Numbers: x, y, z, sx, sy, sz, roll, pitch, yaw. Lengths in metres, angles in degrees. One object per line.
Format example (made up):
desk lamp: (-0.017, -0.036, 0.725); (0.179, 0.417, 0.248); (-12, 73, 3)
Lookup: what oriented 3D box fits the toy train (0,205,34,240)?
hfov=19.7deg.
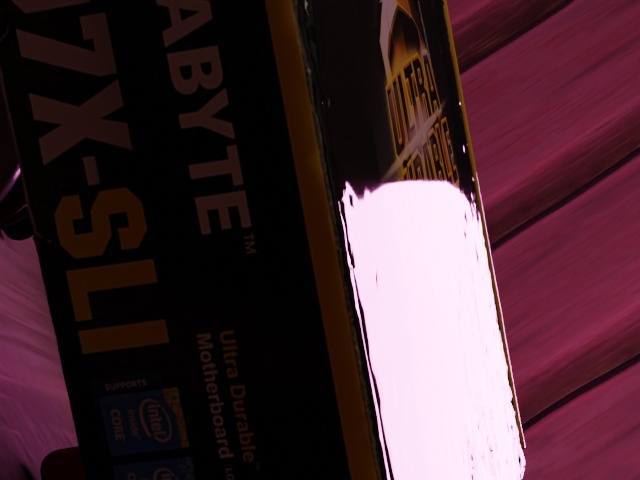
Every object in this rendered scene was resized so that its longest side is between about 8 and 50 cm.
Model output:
toy train: (-0.178, -0.066, 0.863); (0.158, 0.027, 0.036); (58, 9, -18)

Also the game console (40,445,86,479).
game console: (-0.042, 0.144, 0.642); (0.144, 0.085, 0.124); (57, -33, 19)

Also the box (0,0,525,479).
box: (0.000, 0.000, 0.563); (0.322, 0.079, 0.257); (-49, 131, -76)

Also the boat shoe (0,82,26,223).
boat shoe: (-0.122, -0.140, 0.483); (0.103, 0.113, 0.302); (-63, 153, -73)
